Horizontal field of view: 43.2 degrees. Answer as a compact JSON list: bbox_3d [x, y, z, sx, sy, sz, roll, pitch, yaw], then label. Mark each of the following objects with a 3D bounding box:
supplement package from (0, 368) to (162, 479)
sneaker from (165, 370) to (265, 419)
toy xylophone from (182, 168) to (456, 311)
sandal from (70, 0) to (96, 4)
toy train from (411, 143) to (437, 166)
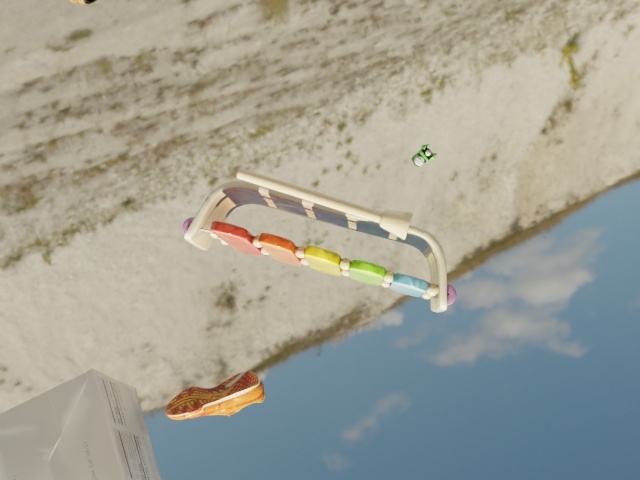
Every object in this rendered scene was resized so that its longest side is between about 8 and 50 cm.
[{"bbox_3d":[-0.356,0.362,1.191,0.204,0.262,0.145,-26,154,4],"label":"supplement package"},{"bbox_3d":[-0.179,0.281,1.386,0.175,0.067,0.064,-14,-144,4],"label":"sneaker"},{"bbox_3d":[0.000,0.000,0.911,0.322,0.081,0.236,14,174,13],"label":"toy xylophone"},{"bbox_3d":[-0.362,-0.408,1.280,0.219,0.060,0.090,-5,-154,30],"label":"sandal"},{"bbox_3d":[0.103,-0.085,0.812,0.023,0.017,0.083,-39,-179,9],"label":"toy train"}]
